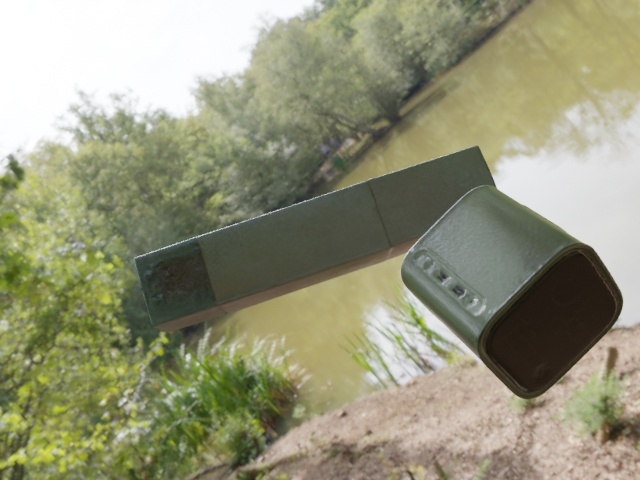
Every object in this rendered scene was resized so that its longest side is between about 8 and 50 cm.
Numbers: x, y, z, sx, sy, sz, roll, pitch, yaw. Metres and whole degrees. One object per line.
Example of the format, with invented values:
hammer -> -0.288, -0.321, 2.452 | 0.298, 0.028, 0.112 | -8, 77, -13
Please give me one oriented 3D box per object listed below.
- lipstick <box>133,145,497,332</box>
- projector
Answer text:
lipstick -> 0.000, 0.000, 0.715 | 0.371, 0.080, 0.076 | -19, -13, -3
projector -> 0.110, 0.028, 0.398 | 0.083, 0.083, 0.082 | -46, 37, 2
